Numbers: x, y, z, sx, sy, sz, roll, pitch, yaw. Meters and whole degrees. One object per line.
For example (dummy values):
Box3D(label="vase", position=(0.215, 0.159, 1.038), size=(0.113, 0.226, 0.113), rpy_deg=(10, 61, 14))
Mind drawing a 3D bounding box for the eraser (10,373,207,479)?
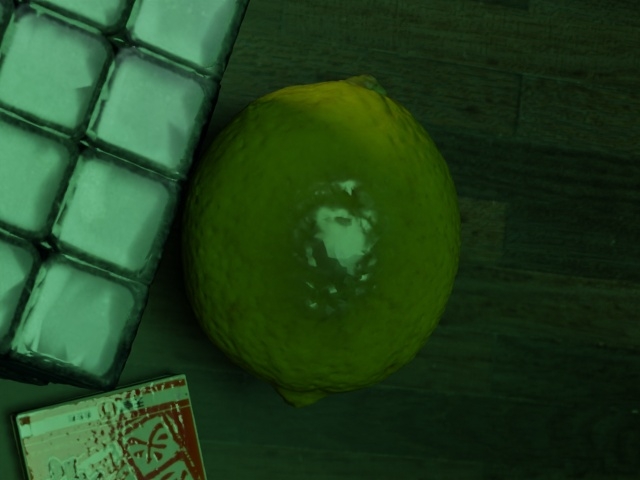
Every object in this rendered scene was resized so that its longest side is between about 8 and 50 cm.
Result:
Box3D(label="eraser", position=(-0.173, 0.246, 1.747), size=(0.157, 0.038, 0.230), rpy_deg=(-13, 94, -21))

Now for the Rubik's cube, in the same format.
Box3D(label="Rubik's cube", position=(-0.299, -0.096, 1.539), size=(0.344, 0.337, 0.344), rpy_deg=(22, 82, -19))

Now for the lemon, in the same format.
Box3D(label="lemon", position=(0.000, -0.001, 1.706), size=(0.267, 0.267, 0.267), rpy_deg=(0, 90, -21))
